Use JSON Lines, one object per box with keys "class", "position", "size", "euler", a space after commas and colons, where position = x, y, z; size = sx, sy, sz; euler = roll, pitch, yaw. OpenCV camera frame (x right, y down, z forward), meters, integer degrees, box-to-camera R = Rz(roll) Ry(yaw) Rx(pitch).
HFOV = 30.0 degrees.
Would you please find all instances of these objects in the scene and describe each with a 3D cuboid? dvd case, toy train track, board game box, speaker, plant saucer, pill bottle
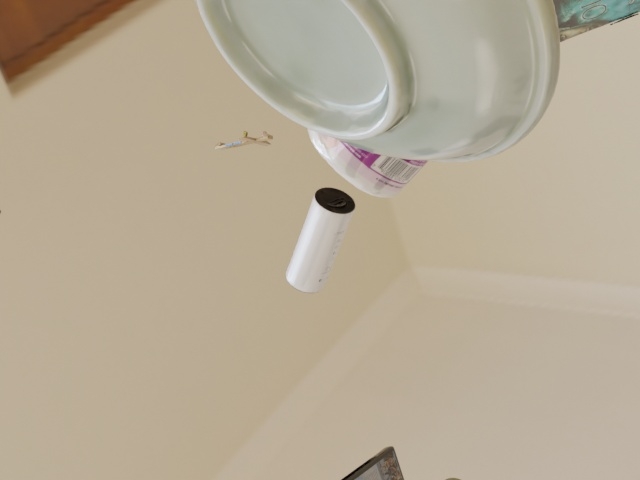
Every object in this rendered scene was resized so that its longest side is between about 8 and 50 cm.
{"class": "dvd case", "position": [0.086, 0.465, 1.982], "size": [0.022, 0.180, 0.253], "euler": [-17, -179, 31]}
{"class": "toy train track", "position": [-0.091, -0.120, 1.419], "size": [0.083, 0.014, 0.048], "euler": [-8, 169, 37]}
{"class": "board game box", "position": [0.301, -0.281, 1.314], "size": [0.126, 0.186, 0.026], "euler": [-20, -109, 11]}
{"class": "speaker", "position": [0.000, 0.000, 1.512], "size": [0.055, 0.136, 0.055], "euler": [13, -143, -10]}
{"class": "plant saucer", "position": [0.004, -0.194, 1.011], "size": [0.400, 0.400, 0.100], "euler": [13, -126, 45]}
{"class": "pill bottle", "position": [0.133, -0.214, 1.609], "size": [0.301, 0.169, 0.169], "euler": [-48, -161, 22]}

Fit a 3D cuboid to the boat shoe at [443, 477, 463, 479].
{"class": "boat shoe", "position": [0.273, 0.456, 1.859], "size": [0.228, 0.068, 0.081], "euler": [35, -127, 9]}
